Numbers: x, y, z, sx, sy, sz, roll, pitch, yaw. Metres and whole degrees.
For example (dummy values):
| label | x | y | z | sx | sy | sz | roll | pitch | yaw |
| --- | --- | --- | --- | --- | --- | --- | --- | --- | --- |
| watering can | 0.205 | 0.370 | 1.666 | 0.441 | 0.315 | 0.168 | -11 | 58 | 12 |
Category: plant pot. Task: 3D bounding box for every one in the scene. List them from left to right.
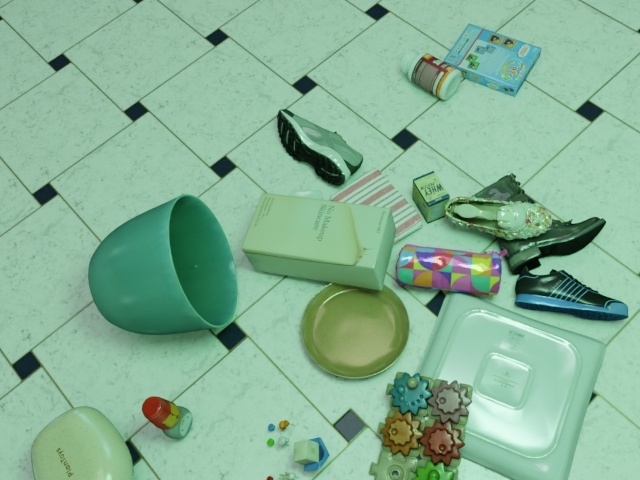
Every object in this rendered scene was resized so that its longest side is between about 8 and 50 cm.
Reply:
| label | x | y | z | sx | sy | sz | roll | pitch | yaw |
| --- | --- | --- | --- | --- | --- | --- | --- | --- | --- |
| plant pot | -0.350 | 0.074 | 1.497 | 0.235 | 0.293 | 0.292 | -17 | 59 | 16 |
| plant pot | 0.076 | 0.192 | 1.513 | 0.237 | 0.032 | 0.236 | -3 | 61 | 4 |

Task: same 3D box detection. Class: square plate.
| label | x | y | z | sx | sy | sz | roll | pitch | yaw |
| --- | --- | --- | --- | --- | --- | --- | --- | --- | --- |
| square plate | 0.370 | 0.289 | 1.413 | 0.347 | 0.049 | 0.344 | 20 | 65 | 17 |

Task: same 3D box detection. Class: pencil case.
| label | x | y | z | sx | sy | sz | roll | pitch | yaw |
| --- | --- | --- | --- | --- | --- | --- | --- | --- | --- |
| pencil case | 0.284 | 0.060 | 1.521 | 0.237 | 0.104 | 0.104 | 3 | 61 | 10 |

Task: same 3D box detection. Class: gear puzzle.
| label | x | y | z | sx | sy | sz | roll | pitch | yaw |
| --- | --- | --- | --- | --- | --- | --- | --- | --- | --- |
| gear puzzle | 0.181 | 0.425 | 1.331 | 0.176 | 0.044 | 0.338 | 7 | 74 | 22 |

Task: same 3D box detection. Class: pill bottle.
| label | x | y | z | sx | sy | sz | roll | pitch | yaw |
| --- | --- | --- | --- | --- | --- | --- | --- | --- | --- |
| pill bottle | 0.286 | -0.439 | 1.815 | 0.152 | 0.086 | 0.086 | 36 | 70 | 23 |

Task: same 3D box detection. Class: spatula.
| label | x | y | z | sx | sy | sz | roll | pitch | yaw |
| --- | --- | --- | --- | --- | --- | --- | --- | --- | --- |
| spatula | 0.031 | -0.042 | 1.659 | 0.242 | 0.019 | 0.168 | 6 | 60 | 10 |

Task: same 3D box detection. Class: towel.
| label | x | y | z | sx | sy | sz | roll | pitch | yaw |
| --- | --- | --- | --- | --- | --- | --- | --- | --- | --- |
| towel | 0.132 | -0.071 | 1.649 | 0.144 | 0.029 | 0.197 | -32 | 64 | -12 |

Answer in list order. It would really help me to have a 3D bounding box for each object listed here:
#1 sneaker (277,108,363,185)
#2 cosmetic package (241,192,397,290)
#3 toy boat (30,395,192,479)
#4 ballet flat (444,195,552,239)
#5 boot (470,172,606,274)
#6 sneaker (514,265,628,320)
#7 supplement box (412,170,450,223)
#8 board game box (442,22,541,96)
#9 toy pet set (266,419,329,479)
| label | x | y | z | sx | sy | sz | roll | pitch | yaw |
| --- | --- | --- | --- | --- | --- | --- | --- | --- | --- |
| sneaker | -0.008 | -0.244 | 1.744 | 0.108 | 0.100 | 0.271 | -36 | 65 | -29 |
| cosmetic package | 0.000 | 0.000 | 1.556 | 0.310 | 0.113 | 0.160 | 6 | 61 | 19 |
| toy boat | -0.409 | 0.429 | 1.387 | 0.318 | 0.148 | 0.267 | -34 | 57 | -4 |
| ballet flat | 0.379 | -0.051 | 1.521 | 0.241 | 0.077 | 0.091 | 7 | 88 | 33 |
| boot | 0.482 | -0.063 | 1.576 | 0.263 | 0.091 | 0.228 | -22 | 61 | -3 |
| sneaker | 0.535 | 0.111 | 1.473 | 0.233 | 0.081 | 0.090 | 9 | 72 | 13 |
| supplement box | 0.259 | -0.101 | 1.627 | 0.056 | 0.083 | 0.083 | -23 | 61 | -7 |
| board game box | 0.456 | -0.484 | 1.848 | 0.212 | 0.039 | 0.160 | 26 | 67 | 20 |
| toy pet set | -0.045 | 0.426 | 1.392 | 0.114 | 0.065 | 0.122 | -25 | 50 | 34 |
